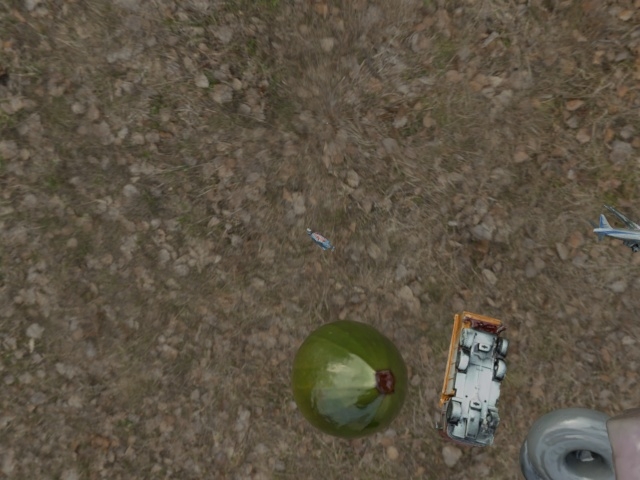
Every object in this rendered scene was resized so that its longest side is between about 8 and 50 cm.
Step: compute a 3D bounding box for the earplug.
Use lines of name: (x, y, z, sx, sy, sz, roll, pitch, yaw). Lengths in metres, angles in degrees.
earplug: (0.522, 0.434, 1.151, 0.214, 0.326, 0.175, 24, 64, 16)

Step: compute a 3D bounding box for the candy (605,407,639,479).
candy: (0.281, 0.180, 0.311, 0.195, 0.137, 0.185, -16, 67, 34)

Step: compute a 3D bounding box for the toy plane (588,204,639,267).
toy plane: (0.717, -0.009, 1.267, 0.226, 0.226, 0.058, 14, 129, -8)

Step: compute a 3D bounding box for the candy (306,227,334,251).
candy: (0.000, 0.001, 1.281, 0.083, 0.030, 0.020, 37, 64, 20)

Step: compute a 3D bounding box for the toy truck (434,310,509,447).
toy truck: (0.316, 0.286, 1.177, 0.114, 0.135, 0.271, 14, 71, 3)

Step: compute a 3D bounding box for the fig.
fig: (0.086, 0.340, 1.387, 0.315, 0.316, 0.317, 0, 102, 1)
